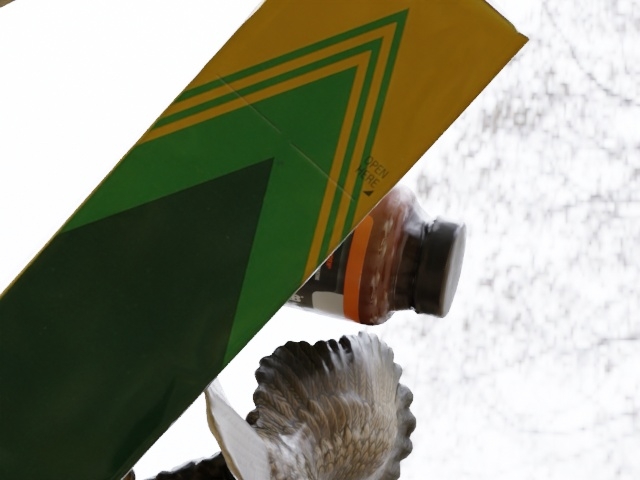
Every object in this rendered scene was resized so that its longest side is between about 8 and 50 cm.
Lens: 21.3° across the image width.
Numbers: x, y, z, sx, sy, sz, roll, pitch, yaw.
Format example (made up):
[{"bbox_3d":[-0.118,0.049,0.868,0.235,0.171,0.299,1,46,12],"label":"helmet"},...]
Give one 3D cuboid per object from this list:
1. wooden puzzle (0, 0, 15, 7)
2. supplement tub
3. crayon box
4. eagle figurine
[{"bbox_3d":[-0.347,-0.227,1.190,0.221,0.044,0.239,-22,-54,19],"label":"wooden puzzle"},{"bbox_3d":[0.000,0.000,1.198,0.198,0.106,0.106,13,-53,13],"label":"supplement tub"},{"bbox_3d":[-0.042,-0.036,0.895,0.106,0.363,0.313,43,-80,-6],"label":"crayon box"},{"bbox_3d":[-0.005,0.181,1.150,0.298,0.225,0.226,-3,-86,-26],"label":"eagle figurine"}]
